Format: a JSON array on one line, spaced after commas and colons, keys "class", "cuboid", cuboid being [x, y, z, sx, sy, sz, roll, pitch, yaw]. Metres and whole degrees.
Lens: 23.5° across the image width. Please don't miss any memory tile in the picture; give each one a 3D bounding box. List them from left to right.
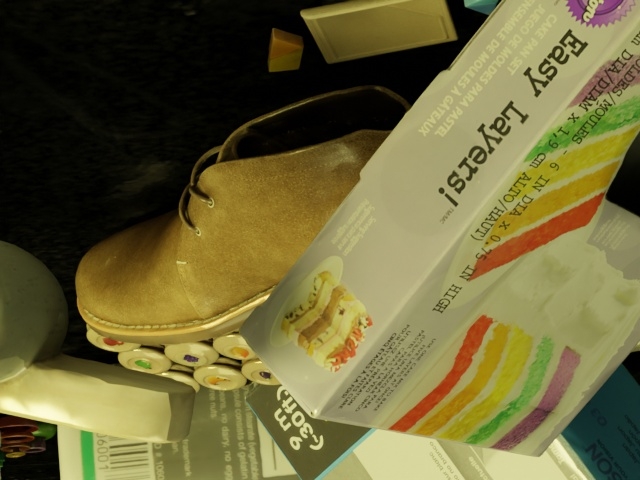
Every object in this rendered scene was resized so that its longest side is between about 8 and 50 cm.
[{"class": "memory tile", "cuboid": [-0.069, 0.071, 1.011, 0.148, 0.012, 0.113, -11, 146, 25]}]

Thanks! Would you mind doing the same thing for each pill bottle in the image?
[{"class": "pill bottle", "cuboid": [-0.040, 0.196, 1.360, 0.361, 0.204, 0.204, -5, 163, -3]}]

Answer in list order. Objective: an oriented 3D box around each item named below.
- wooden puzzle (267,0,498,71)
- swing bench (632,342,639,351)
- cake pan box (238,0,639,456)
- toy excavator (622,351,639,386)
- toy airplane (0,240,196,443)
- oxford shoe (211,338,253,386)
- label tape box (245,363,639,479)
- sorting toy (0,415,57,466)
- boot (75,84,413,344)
[{"class": "wooden puzzle", "cuboid": [0.028, -0.106, 0.741, 0.116, 0.014, 0.078, -8, 167, 3]}, {"class": "swing bench", "cuboid": [0.257, 0.125, 1.236, 0.253, 0.255, 0.165, -14, 134, 21]}, {"class": "cake pan box", "cuboid": [0.121, -0.015, 0.770, 0.267, 0.070, 0.245, -51, 149, 11]}, {"class": "toy excavator", "cuboid": [0.214, 0.367, 1.483, 0.433, 0.445, 0.222, -7, -163, -17]}, {"class": "toy airplane", "cuboid": [-0.298, 0.023, 0.696, 0.386, 0.272, 0.384, -7, -157, -31]}, {"class": "oxford shoe", "cuboid": [-0.073, 0.065, 1.113, 0.082, 0.096, 0.227, -8, 164, -1]}, {"class": "label tape box", "cuboid": [0.072, 0.164, 1.091, 0.106, 0.241, 0.334, -24, 163, -46]}, {"class": "sorting toy", "cuboid": [-0.307, 0.207, 1.566, 0.061, 0.042, 0.102, -10, 163, 9]}, {"class": "boot", "cuboid": [-0.046, -0.019, 0.904, 0.305, 0.112, 0.115, -15, 132, 36]}]
